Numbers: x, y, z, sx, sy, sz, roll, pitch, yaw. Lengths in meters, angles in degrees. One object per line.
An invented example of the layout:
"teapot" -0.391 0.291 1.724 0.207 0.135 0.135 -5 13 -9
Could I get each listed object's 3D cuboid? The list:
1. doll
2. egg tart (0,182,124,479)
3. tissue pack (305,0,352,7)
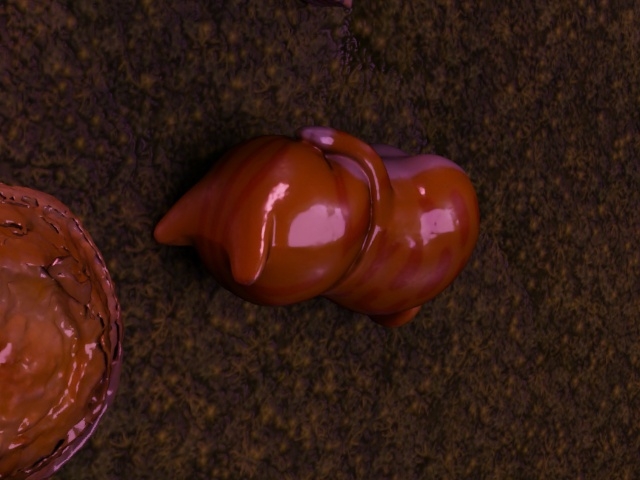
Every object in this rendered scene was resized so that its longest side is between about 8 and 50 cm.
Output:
"doll" 0.010 -0.016 1.324 0.270 0.167 0.162 13 88 -42
"egg tart" -0.246 0.079 1.132 0.291 0.107 0.290 -11 106 -43
"tissue pack" -0.026 -0.268 1.302 0.148 0.060 0.108 16 88 -46
